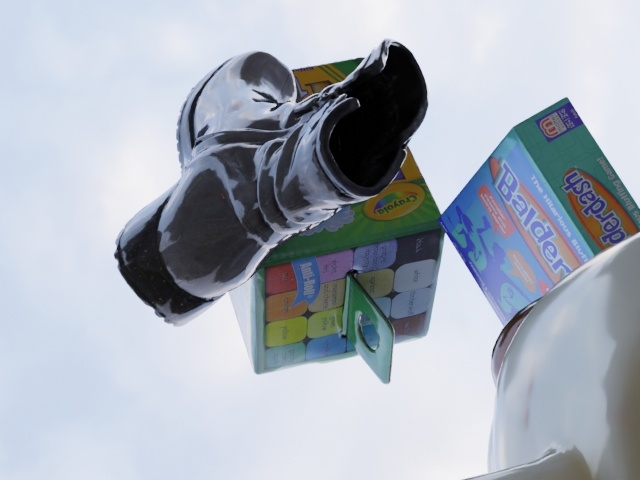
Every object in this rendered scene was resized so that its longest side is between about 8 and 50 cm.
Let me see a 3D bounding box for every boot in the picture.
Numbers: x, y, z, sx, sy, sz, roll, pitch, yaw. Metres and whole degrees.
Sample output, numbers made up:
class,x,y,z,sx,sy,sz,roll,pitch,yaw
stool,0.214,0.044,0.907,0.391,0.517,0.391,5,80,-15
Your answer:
class,x,y,z,sx,sy,sz,roll,pitch,yaw
boot,-0.009,-0.083,0.985,0.118,0.222,0.338,45,-149,-22

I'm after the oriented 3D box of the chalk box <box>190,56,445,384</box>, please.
class,x,y,z,sx,sy,sz,roll,pitch,yaw
chalk box,0.000,0.000,1.204,0.179,0.180,0.289,-11,-129,-12

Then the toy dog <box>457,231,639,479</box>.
class,x,y,z,sx,sy,sz,roll,pitch,yaw
toy dog,0.201,0.113,0.586,0.395,0.408,0.285,-26,-99,-6

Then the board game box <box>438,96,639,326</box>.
class,x,y,z,sx,sy,sz,roll,pitch,yaw
board game box,0.161,0.013,0.888,0.047,0.210,0.160,-28,-100,-15
